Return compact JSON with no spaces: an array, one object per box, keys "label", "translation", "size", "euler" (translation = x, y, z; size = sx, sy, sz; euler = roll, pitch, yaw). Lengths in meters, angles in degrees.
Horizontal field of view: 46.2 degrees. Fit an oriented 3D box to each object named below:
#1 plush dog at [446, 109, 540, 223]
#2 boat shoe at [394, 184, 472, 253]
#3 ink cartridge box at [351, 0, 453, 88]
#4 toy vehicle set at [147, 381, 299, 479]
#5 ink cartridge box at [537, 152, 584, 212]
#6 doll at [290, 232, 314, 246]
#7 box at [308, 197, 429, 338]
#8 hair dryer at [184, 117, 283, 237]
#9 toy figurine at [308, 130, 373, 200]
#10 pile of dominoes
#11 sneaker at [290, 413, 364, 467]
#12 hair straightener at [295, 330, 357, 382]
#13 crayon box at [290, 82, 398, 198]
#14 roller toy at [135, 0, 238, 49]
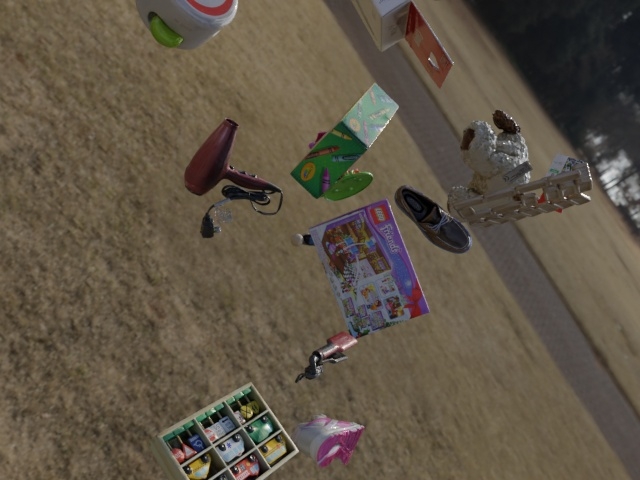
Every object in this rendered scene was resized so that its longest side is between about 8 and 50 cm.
[{"label":"plush dog","translation":[0.424,-0.171,1.749],"size":[0.211,0.262,0.225],"euler":[15,40,13]},{"label":"boat shoe","translation":[0.217,-0.039,1.466],"size":[0.183,0.066,0.066],"euler":[37,0,8]},{"label":"ink cartridge box","translation":[0.133,-0.388,1.349],"size":[0.261,0.066,0.296],"euler":[59,6,0]},{"label":"toy vehicle set","translation":[-0.168,0.375,1.356],"size":[0.166,0.035,0.267],"euler":[52,32,11]},{"label":"ink cartridge box","translation":[0.507,-0.122,1.590],"size":[0.063,0.115,0.029],"euler":[26,-3,36]},{"label":"doll","translation":[0.000,0.000,2.173],"size":[0.189,0.046,0.129],"euler":[5,6,-30]},{"label":"box","translation":[0.118,0.069,1.802],"size":[0.057,0.201,0.293],"euler":[-63,132,-81]},{"label":"hair dryer","translation":[-0.213,-0.157,1.768],"size":[0.080,0.224,0.293],"euler":[47,-27,42]},{"label":"toy figurine","translation":[0.022,-0.193,1.833],"size":[0.173,0.130,0.159],"euler":[-11,69,-36]},{"label":"pile of dominoes","translation":[0.392,-0.088,1.449],"size":[0.196,0.251,0.040],"euler":[35,44,-65]},{"label":"sneaker","translation":[0.017,0.450,1.733],"size":[0.111,0.103,0.252],"euler":[25,-3,27]},{"label":"hair straightener","translation":[0.007,0.233,1.405],"size":[0.047,0.089,0.230],"euler":[32,13,11]},{"label":"crayon box","translation":[0.056,-0.216,1.593],"size":[0.081,0.165,0.278],"euler":[43,33,-6]},{"label":"roller toy","translation":[-0.279,-0.519,1.588],"size":[0.191,0.146,0.209],"euler":[-14,85,-44]}]
